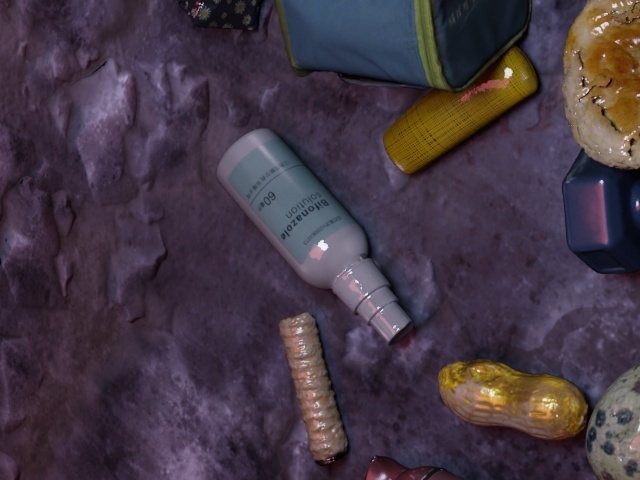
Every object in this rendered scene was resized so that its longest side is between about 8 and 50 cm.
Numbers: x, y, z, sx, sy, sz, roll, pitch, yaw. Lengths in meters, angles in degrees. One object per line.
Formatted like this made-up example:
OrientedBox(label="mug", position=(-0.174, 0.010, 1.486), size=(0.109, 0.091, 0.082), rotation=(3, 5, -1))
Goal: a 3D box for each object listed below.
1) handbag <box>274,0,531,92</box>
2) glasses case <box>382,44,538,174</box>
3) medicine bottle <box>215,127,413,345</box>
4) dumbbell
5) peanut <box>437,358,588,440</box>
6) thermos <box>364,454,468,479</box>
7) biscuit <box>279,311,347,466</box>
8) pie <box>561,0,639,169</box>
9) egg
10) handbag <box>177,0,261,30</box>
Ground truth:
OrientedBox(label="handbag", position=(0.100, -0.305, 1.621), size=(0.241, 0.263, 0.222), rotation=(15, 129, 35))
OrientedBox(label="glasses case", position=(0.173, -0.166, 1.710), size=(0.234, 0.064, 0.079), rotation=(-34, 84, 35))
OrientedBox(label="medicine bottle", position=(0.000, 0.000, 1.840), size=(0.352, 0.110, 0.110), rotation=(48, 123, 20))
OrientedBox(label="dumbbell", position=(0.432, -0.042, 1.486), size=(0.316, 0.156, 0.144), rotation=(-2, 127, 37))
OrientedBox(label="peanut", position=(0.243, 0.203, 1.709), size=(0.206, 0.087, 0.087), rotation=(10, 104, 34))
OrientedBox(label="thermos", position=(0.203, 0.379, 1.769), size=(0.330, 0.136, 0.110), rotation=(20, 82, 33))
OrientedBox(label="biscuit", position=(-0.008, 0.212, 1.918), size=(0.061, 0.055, 0.219), rotation=(-17, 89, 32))
OrientedBox(label="pie", position=(0.384, -0.197, 1.483), size=(0.274, 0.055, 0.274), rotation=(-15, 59, 27))
OrientedBox(label="egg", position=(0.388, 0.220, 1.567), size=(0.141, 0.141, 0.182), rotation=(29, 103, 30))
OrientedBox(label="handbag", position=(-0.160, -0.350, 1.915), size=(0.139, 0.115, 0.072), rotation=(32, 117, 48))
